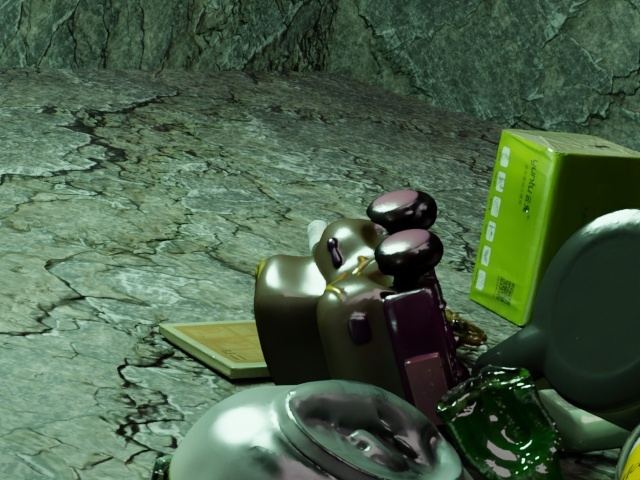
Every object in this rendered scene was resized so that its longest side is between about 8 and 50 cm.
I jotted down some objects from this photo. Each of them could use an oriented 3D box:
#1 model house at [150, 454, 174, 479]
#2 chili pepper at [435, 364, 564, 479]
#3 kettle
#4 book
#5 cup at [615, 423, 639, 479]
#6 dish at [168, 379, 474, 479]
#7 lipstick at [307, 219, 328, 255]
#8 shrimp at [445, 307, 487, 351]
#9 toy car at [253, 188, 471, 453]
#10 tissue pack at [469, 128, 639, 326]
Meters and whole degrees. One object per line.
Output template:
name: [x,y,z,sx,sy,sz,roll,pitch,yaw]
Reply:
model house: [-0.129,0.230,1.510,0.079,0.066,0.083,2,15,-37]
chili pepper: [0.195,0.222,1.599,0.108,0.062,0.216,-22,63,-4]
kettle: [0.391,0.144,1.752,0.376,0.250,0.361,23,-39,-39]
book: [-0.065,0.136,2.021,0.241,0.018,0.170,-1,17,-39]
cup: [0.347,0.272,1.462,0.196,0.196,0.279,16,24,22]
dish: [0.032,0.213,1.429,0.324,0.124,0.324,21,18,-7]
lipstick: [0.000,0.000,2.554,0.040,0.040,0.141,8,14,-6]
shrimp: [0.106,0.091,2.158,0.267,0.061,0.145,18,4,15]
toy car: [0.046,0.107,1.804,0.240,0.271,0.341,-14,22,4]
tissue pack: [0.368,-0.019,2.404,0.200,0.275,0.167,1,17,-33]
